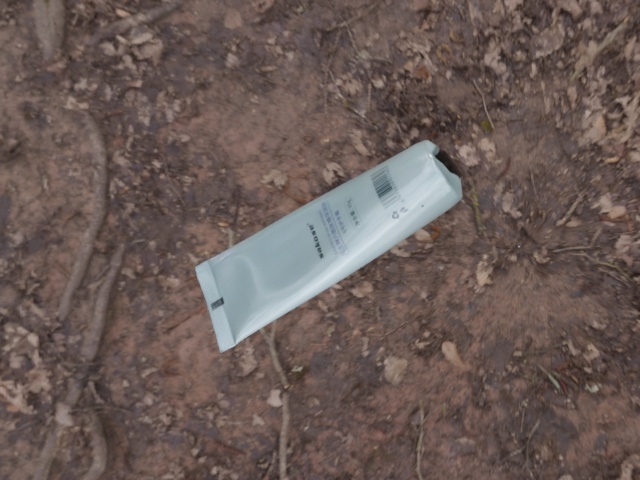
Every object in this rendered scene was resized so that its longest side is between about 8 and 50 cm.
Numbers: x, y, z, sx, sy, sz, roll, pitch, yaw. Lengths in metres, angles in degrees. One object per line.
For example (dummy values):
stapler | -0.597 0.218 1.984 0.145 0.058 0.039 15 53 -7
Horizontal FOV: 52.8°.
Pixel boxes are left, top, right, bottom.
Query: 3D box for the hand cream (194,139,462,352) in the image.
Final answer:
hand cream | 0.000 0.000 0.681 0.320 0.067 0.109 -30 65 17
